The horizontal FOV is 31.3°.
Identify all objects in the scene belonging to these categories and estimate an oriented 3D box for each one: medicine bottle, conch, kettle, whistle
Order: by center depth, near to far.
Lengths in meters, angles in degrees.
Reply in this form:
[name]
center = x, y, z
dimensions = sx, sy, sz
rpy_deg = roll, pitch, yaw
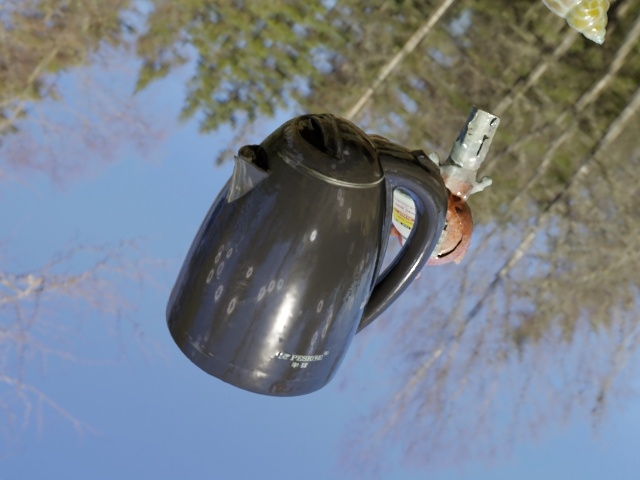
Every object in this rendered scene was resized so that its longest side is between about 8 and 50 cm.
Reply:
[kettle]
center = 0.000, 0.000, 1.244
dimensions = 0.268, 0.290, 0.207
rpy_deg = 9, -149, -27
[conch]
center = 0.371, -0.389, 1.647
dimensions = 0.106, 0.173, 0.116
rpy_deg = 11, 162, 21
[medicine bottle]
center = 0.153, -0.036, 1.803
dimensions = 0.055, 0.118, 0.074
rpy_deg = -33, -134, -29
[whistle]
center = 0.239, -0.082, 2.128
dimensions = 0.142, 0.346, 0.133
rpy_deg = 28, -166, 17

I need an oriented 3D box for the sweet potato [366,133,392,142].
[sweet potato]
center = 0.093, -0.138, 2.072
dimensions = 0.112, 0.112, 0.359
rpy_deg = 24, 180, -44
